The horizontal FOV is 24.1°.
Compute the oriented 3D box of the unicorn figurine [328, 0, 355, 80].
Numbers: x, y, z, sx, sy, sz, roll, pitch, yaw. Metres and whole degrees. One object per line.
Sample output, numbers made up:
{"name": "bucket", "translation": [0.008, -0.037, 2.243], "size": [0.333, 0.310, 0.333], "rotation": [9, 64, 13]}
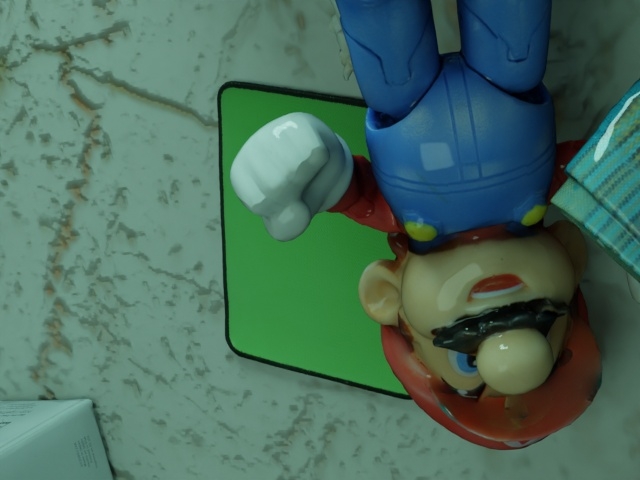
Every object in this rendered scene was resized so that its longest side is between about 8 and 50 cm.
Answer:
{"name": "unicorn figurine", "translation": [0.022, -0.165, 0.820], "size": [0.111, 0.060, 0.162], "rotation": [55, 130, 10]}

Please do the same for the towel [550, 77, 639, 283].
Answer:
{"name": "towel", "translation": [0.305, -0.063, 0.580], "size": [0.271, 0.040, 0.370], "rotation": [44, 100, 14]}

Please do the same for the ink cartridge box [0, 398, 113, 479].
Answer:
{"name": "ink cartridge box", "translation": [-0.250, 0.303, 1.046], "size": [0.130, 0.272, 0.309], "rotation": [-6, 103, 36]}

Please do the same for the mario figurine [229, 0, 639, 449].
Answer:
{"name": "mario figurine", "translation": [0.084, -0.015, 0.732], "size": [0.198, 0.170, 0.320], "rotation": [10, 131, 30]}

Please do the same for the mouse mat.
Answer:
{"name": "mouse mat", "translation": [0.000, 0.000, 0.931], "size": [0.152, 0.007, 0.189], "rotation": [12, 115, 30]}
